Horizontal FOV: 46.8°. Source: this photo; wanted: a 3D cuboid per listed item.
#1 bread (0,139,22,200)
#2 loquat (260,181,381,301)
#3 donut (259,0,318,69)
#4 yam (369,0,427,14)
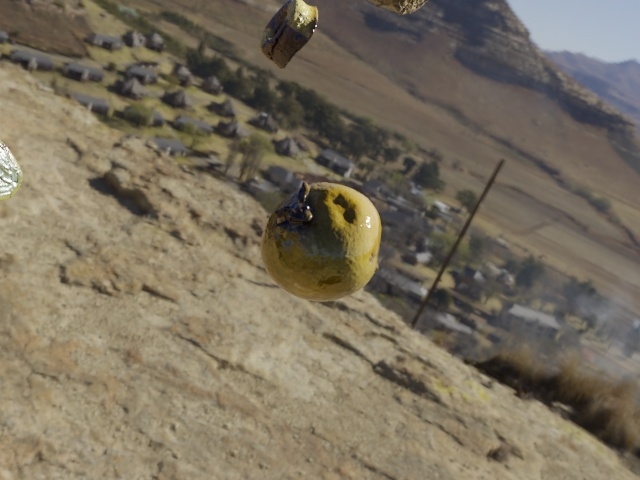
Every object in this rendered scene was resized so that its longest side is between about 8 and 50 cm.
[{"bbox_3d":[-0.747,-0.164,1.681,0.064,0.156,0.117,0,44,21],"label":"bread"},{"bbox_3d":[0.000,0.000,1.366,0.243,0.244,0.244,20,19,-7],"label":"loquat"},{"bbox_3d":[-0.063,-0.405,1.435,0.059,0.140,0.140,30,14,-27],"label":"donut"},{"bbox_3d":[0.081,-0.453,1.181,0.238,0.128,0.129,36,44,27],"label":"yam"}]
